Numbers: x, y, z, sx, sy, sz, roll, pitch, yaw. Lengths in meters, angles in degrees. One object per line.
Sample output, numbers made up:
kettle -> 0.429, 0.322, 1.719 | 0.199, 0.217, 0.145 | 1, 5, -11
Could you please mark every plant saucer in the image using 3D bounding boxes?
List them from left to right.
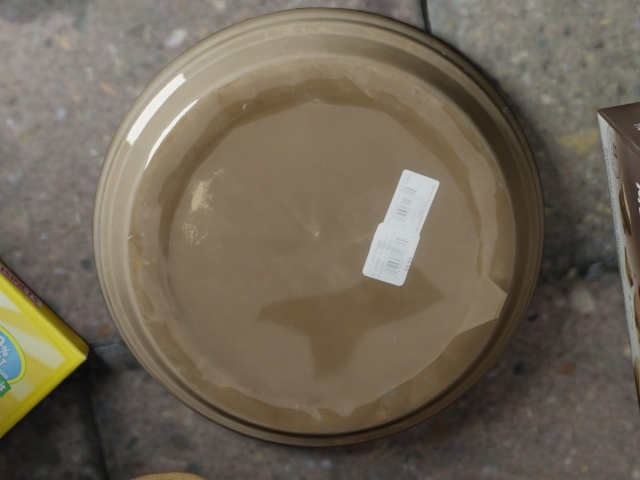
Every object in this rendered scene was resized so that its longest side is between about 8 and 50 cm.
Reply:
plant saucer -> 0.000, 0.000, 1.065 | 0.278, 0.041, 0.278 | -1, 105, -2

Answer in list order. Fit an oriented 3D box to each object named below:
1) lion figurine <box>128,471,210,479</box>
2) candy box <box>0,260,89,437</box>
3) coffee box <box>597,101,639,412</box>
lion figurine -> -0.029, 0.213, 1.060 | 0.392, 0.240, 0.142 | 19, 137, 5
candy box -> -0.249, 0.032, 1.071 | 0.105, 0.027, 0.206 | -43, 103, 6
coffee box -> 0.251, 0.069, 1.025 | 0.119, 0.168, 0.297 | -10, 106, 1
